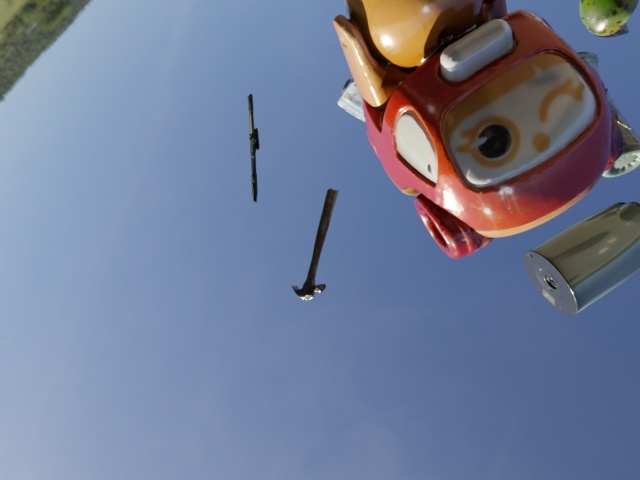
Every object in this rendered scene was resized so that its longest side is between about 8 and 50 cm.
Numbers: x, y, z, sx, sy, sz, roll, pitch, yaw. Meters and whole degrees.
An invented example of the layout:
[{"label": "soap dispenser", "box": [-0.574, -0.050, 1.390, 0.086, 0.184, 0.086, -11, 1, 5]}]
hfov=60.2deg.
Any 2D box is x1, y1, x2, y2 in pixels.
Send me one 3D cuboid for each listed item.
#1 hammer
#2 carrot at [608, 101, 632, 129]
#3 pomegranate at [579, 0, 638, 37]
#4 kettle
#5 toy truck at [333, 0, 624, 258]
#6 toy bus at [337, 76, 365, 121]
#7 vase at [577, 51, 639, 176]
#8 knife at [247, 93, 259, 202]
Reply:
[{"label": "hammer", "box": [0.001, 0.000, 1.275, 0.125, 0.027, 0.297, -22, -134, 49]}, {"label": "carrot", "box": [0.431, -0.280, 1.003, 0.078, 0.298, 0.078, -56, 175, -7]}, {"label": "pomegranate", "box": [0.672, -0.556, 1.283, 0.123, 0.169, 0.143, 2, -107, 9]}, {"label": "kettle", "box": [0.584, 0.044, 1.184, 0.236, 0.221, 0.161, -33, -133, -5]}, {"label": "toy truck", "box": [0.126, -0.143, 0.491, 0.189, 0.239, 0.264, -32, -129, 1]}, {"label": "toy bus", "box": [0.150, -0.465, 1.509, 0.136, 0.109, 0.329, -53, -170, 46]}, {"label": "vase", "box": [0.670, -0.302, 1.339, 0.143, 0.143, 0.298, -29, -120, 24]}, {"label": "knife", "box": [-0.136, -0.190, 1.136, 0.021, 0.222, 0.045, -2, -159, -6]}]
